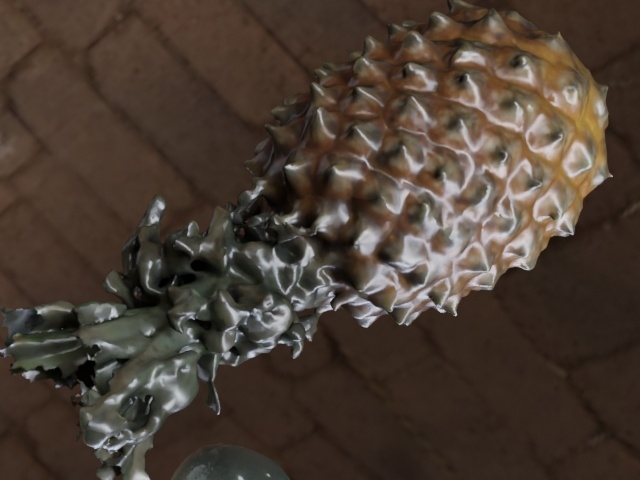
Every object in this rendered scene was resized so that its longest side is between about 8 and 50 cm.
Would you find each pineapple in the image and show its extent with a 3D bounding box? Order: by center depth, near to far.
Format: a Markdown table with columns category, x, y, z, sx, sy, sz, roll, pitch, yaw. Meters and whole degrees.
| category | x | y | z | sx | sy | sz | roll | pitch | yaw |
| --- | --- | --- | --- | --- | --- | --- | --- | --- | --- |
| pineapple | 0.000 | 0.000 | 0.967 | 0.175 | 0.361 | 0.175 | 38 | 149 | 28 |

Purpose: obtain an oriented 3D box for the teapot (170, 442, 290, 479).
| category | x | y | z | sx | sy | sz | roll | pitch | yaw |
| --- | --- | --- | --- | --- | --- | --- | --- | --- | --- |
| teapot | -0.119 | 0.285 | 1.414 | 0.183 | 0.251 | 0.183 | 58 | 170 | 16 |
